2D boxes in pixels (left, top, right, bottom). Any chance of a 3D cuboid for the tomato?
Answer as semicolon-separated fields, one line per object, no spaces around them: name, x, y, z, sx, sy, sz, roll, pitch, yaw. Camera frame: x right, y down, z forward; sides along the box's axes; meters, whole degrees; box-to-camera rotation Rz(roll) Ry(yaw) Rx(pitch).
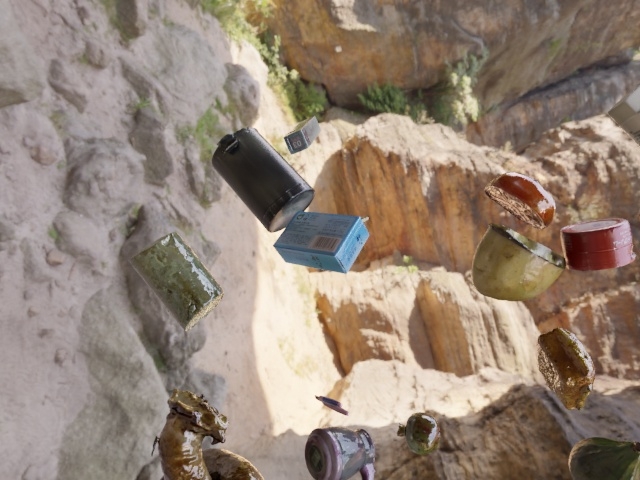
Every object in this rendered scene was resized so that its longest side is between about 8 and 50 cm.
tomato;0.651;-0.140;1.480;0.237;0.095;0.237;39;1;-1

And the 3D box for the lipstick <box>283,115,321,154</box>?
lipstick;-0.066;-0.430;1.847;0.371;0.080;0.076;-71;139;-65

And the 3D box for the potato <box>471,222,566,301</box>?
potato;0.587;0.086;1.419;0.285;0.242;0.242;17;53;-36

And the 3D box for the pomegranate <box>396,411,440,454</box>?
pomegranate;0.313;0.603;1.443;0.130;0.130;0.130;-11;90;-81

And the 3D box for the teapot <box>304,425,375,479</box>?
teapot;0.056;0.466;0.985;0.148;0.146;0.116;40;-62;50

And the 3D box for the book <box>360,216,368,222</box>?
book;0.009;-0.038;1.813;0.322;0.228;0.018;-1;-68;56

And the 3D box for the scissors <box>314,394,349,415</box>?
scissors;0.020;0.360;1.014;0.012;0.113;0.039;-46;111;-27

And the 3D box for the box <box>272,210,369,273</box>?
box;0.000;0.000;1.274;0.142;0.232;0.083;-57;133;-28

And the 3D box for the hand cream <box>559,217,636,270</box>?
hand cream;0.842;0.011;1.402;0.193;0.193;0.125;-48;124;-79

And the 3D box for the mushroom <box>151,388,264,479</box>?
mushroom;-0.270;0.571;0.990;0.334;0.331;0.356;-45;136;-33

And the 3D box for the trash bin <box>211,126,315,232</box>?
trash bin;-0.189;-0.199;1.515;0.301;0.203;0.252;48;0;12

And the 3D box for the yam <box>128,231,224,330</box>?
yam;-0.393;0.103;1.272;0.268;0.161;0.161;53;10;1

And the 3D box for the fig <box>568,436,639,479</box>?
fig;0.558;0.425;0.868;0.177;0.117;0.117;116;-23;-46

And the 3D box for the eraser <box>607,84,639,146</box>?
eraser;0.983;-0.318;1.324;0.279;0.124;0.081;49;-15;6

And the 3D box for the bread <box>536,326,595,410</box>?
bread;0.730;0.396;1.364;0.380;0.109;0.185;52;13;-52
